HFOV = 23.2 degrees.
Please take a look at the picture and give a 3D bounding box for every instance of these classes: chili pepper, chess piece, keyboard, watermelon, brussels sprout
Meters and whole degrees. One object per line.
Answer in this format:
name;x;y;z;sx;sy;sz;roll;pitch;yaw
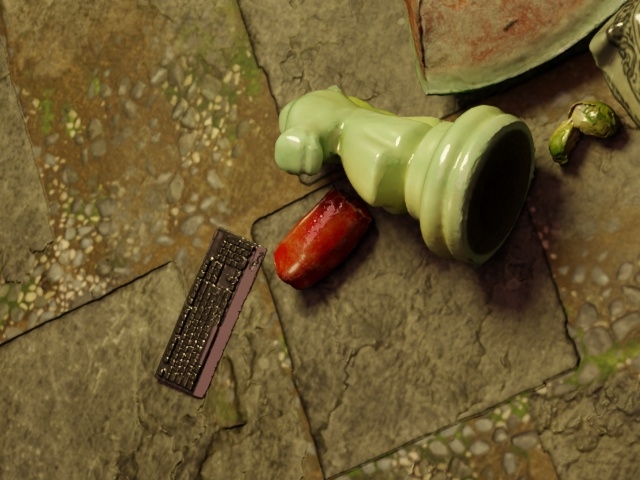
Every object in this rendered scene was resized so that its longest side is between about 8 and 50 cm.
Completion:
chili pepper;0.000;0.000;1.785;0.070;0.073;0.123;42;103;-6
chess piece;0.071;-0.094;1.714;0.298;0.176;0.176;21;88;30
keyboard;-0.133;0.085;1.859;0.074;0.015;0.197;23;89;28
watermelon;0.201;-0.349;1.680;0.250;0.293;0.283;-13;60;-11
brussels sprout;0.280;-0.120;1.688;0.083;0.046;0.051;-32;60;17

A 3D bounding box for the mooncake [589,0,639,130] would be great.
mooncake;0.421;-0.191;1.587;0.250;0.136;0.254;-41;64;8
